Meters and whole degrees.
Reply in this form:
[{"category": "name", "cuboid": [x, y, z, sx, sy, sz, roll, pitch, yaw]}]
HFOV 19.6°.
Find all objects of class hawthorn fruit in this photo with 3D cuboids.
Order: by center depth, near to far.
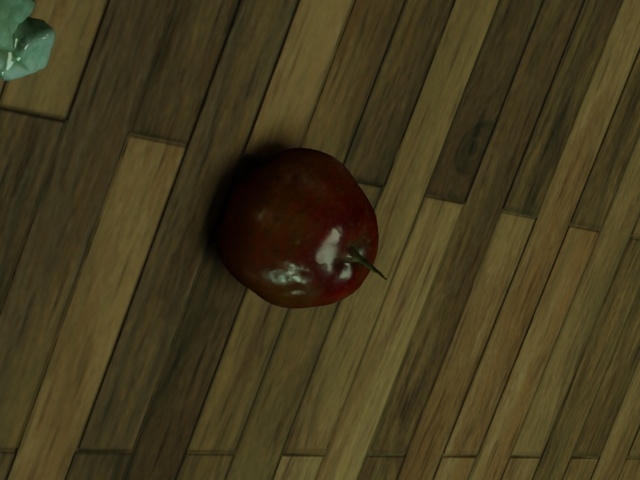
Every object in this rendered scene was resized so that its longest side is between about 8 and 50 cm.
[{"category": "hawthorn fruit", "cuboid": [-0.007, -0.007, 1.425, 0.125, 0.140, 0.125, -3, 90, -73]}]

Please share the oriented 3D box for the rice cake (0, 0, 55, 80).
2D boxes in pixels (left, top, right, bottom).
[{"category": "rice cake", "cuboid": [-0.271, -0.177, 1.047, 0.063, 0.066, 0.336, -55, 143, 4]}]
